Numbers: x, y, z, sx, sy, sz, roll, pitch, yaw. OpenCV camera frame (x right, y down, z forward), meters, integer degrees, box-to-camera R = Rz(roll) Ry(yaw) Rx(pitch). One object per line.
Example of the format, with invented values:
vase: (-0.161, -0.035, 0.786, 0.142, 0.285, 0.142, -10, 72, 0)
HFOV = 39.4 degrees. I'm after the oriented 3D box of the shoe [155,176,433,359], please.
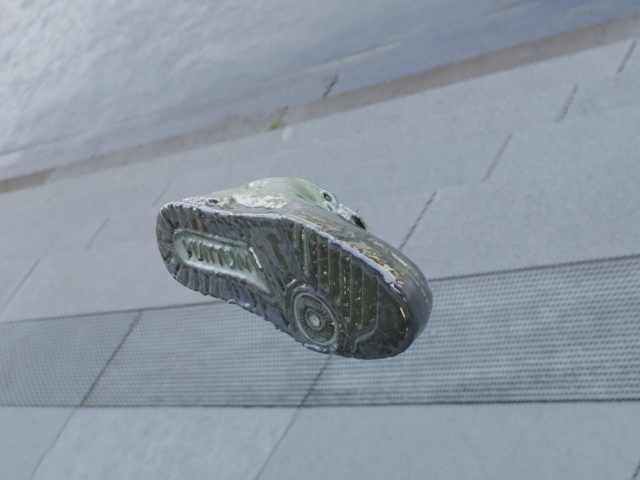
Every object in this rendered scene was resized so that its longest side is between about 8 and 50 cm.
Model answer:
shoe: (0.001, 0.002, 0.741, 0.292, 0.109, 0.149, 15, 29, 42)
